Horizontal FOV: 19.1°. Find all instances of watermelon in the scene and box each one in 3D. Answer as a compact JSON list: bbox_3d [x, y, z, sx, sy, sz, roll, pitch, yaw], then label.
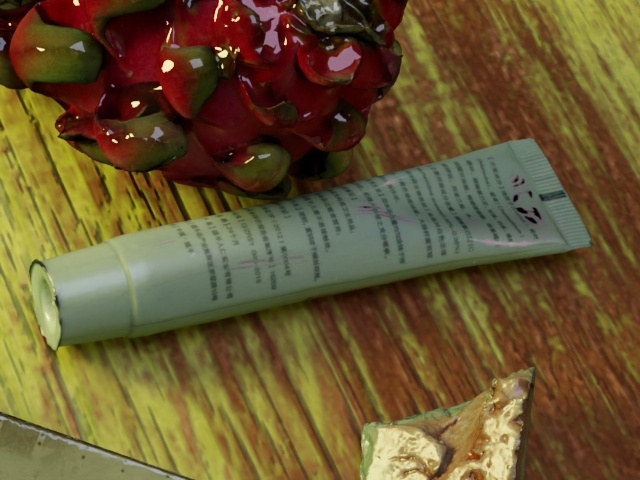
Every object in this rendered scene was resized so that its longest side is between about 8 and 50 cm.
[{"bbox_3d":[0.072,0.136,1.020,0.101,0.080,0.155,2,73,-2],"label":"watermelon"}]

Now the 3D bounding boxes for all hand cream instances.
[{"bbox_3d":[0.000,0.000,1.087,0.331,0.058,0.085,-14,56,-21],"label":"hand cream"}]

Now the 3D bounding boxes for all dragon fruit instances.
[{"bbox_3d":[-0.088,-0.127,1.064,0.273,0.198,0.218,12,64,-5],"label":"dragon fruit"}]

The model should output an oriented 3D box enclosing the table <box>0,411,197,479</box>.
[{"bbox_3d":[-0.117,0.177,0.916,0.240,0.111,0.121,20,56,-1],"label":"table"}]
